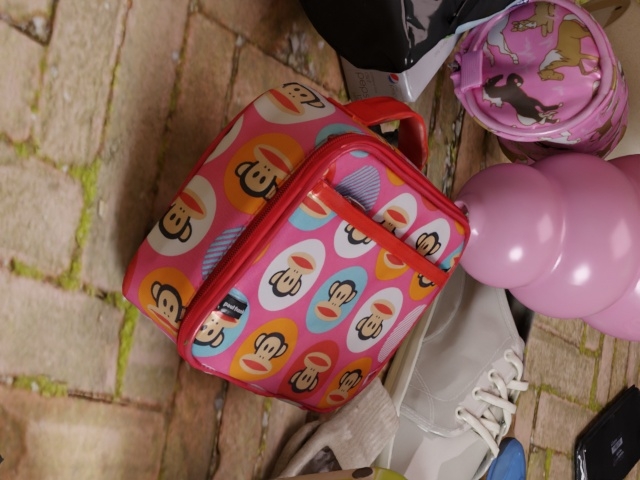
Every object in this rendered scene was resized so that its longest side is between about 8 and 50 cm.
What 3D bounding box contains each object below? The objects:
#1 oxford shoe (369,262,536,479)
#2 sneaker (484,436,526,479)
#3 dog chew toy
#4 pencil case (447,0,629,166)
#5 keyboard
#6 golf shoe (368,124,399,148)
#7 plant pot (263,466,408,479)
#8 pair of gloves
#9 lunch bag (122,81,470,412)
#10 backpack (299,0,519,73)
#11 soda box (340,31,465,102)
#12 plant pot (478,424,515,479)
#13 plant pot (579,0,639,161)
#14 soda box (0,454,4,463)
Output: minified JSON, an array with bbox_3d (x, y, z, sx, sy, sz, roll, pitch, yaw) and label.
[{"bbox_3d":[0.156,0.171,1.572,0.169,0.130,0.449,57,46,-51],"label":"oxford shoe"},{"bbox_3d":[0.236,0.343,1.724,0.069,0.082,0.209,41,56,-54],"label":"sneaker"},{"bbox_3d":[0.280,-0.002,1.517,0.332,0.207,0.206,8,85,-31],"label":"dog chew toy"},{"bbox_3d":[0.254,-0.161,1.602,0.167,0.160,0.386,52,9,13],"label":"pencil case"},{"bbox_3d":[0.467,0.366,2.286,0.317,0.033,0.201,-22,106,-59],"label":"keyboard"},{"bbox_3d":[0.021,-0.044,1.320,0.273,0.105,0.120,-14,112,-61],"label":"golf shoe"},{"bbox_3d":[-0.018,0.313,1.127,0.228,0.227,0.207,-64,142,-65],"label":"plant pot"},{"bbox_3d":[0.035,0.278,1.384,0.204,0.042,0.240,-36,117,-36],"label":"pair of gloves"},{"bbox_3d":[0.000,0.000,1.157,0.258,0.120,0.293,-52,150,3],"label":"lunch bag"},{"bbox_3d":[0.111,-0.335,1.331,0.356,0.273,0.290,-25,114,-35],"label":"backpack"},{"bbox_3d":[0.097,-0.223,1.467,0.216,0.074,0.069,-54,138,-45],"label":"soda box"},{"bbox_3d":[0.190,0.321,1.753,0.236,0.032,0.236,-16,108,-61],"label":"plant pot"},{"bbox_3d":[0.418,-0.185,1.935,0.274,0.257,0.256,60,40,-23],"label":"plant pot"},{"bbox_3d":[-0.264,0.167,0.850,0.169,0.053,0.060,-58,140,-43],"label":"soda box"}]
